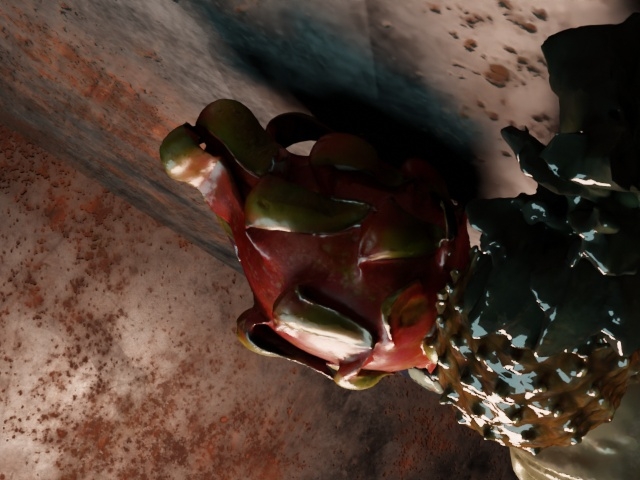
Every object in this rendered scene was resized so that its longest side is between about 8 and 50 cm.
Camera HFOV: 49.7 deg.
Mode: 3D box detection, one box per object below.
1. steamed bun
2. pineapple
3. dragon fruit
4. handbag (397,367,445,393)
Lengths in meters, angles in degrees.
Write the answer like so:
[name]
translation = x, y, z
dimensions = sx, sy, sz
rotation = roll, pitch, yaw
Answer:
[steamed bun]
translation = 0.344, 0.244, 0.821
dimensions = 0.310, 0.219, 0.324
rotation = 30, 169, 1
[pineapple]
translation = 0.151, 0.012, 0.423
dimensions = 0.141, 0.170, 0.310
rotation = 51, 161, 34
[dragon fruit]
translation = 0.017, -0.005, 0.647
dimensions = 0.227, 0.243, 0.307
rotation = -77, -33, -80
[handbag]
translation = 0.189, 0.167, 1.133
dimensions = 0.303, 0.121, 0.329
rotation = 16, 160, 51
